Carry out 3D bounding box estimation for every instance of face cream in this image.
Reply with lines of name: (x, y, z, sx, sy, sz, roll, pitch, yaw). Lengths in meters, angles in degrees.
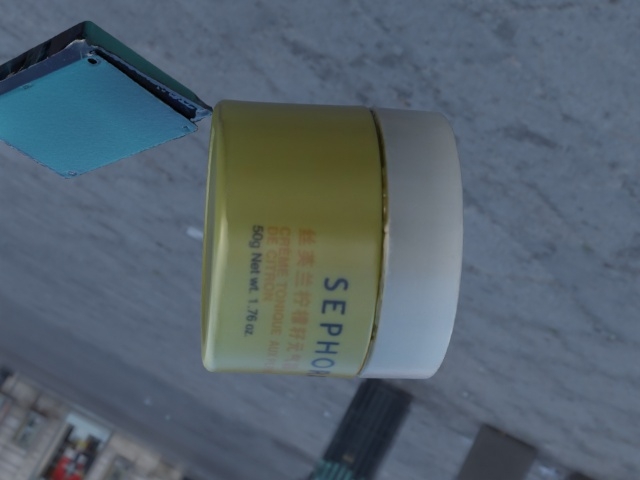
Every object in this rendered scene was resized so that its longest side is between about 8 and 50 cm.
face cream: (0.000, 0.000, 0.938, 0.179, 0.218, 0.218, 3, 167, -8)

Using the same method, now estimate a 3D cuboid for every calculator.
calculator: (-0.327, -0.187, 1.622, 0.274, 0.058, 0.248, -20, 148, 30)
